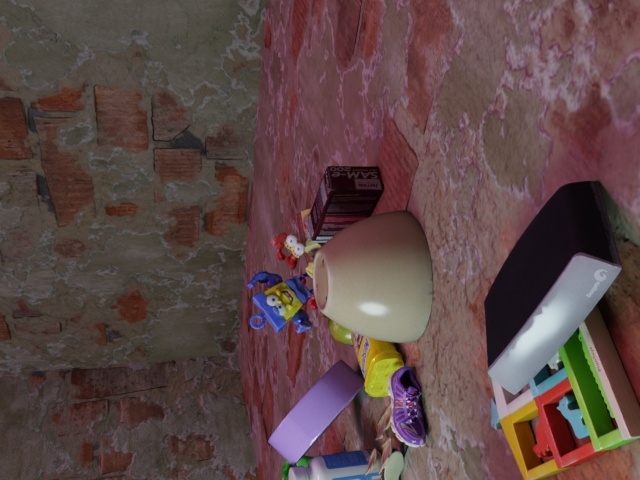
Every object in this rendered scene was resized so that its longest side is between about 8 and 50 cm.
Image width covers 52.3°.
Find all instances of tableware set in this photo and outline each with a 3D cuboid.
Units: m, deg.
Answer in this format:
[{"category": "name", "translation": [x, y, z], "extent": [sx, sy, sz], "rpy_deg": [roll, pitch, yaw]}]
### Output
[{"category": "tableware set", "translation": [0.139, 0.449, 1.472], "extent": [0.141, 0.020, 0.168], "rpy_deg": [112, 174, -52]}]

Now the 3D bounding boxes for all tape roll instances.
[{"category": "tape roll", "translation": [-0.006, 0.430, 1.635], "extent": [0.090, 0.275, 0.275], "rpy_deg": [40, 149, 11]}]

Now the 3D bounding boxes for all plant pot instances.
[{"category": "plant pot", "translation": [0.090, 0.080, 1.375], "extent": [0.284, 0.191, 0.284], "rpy_deg": [178, 90, -76]}]

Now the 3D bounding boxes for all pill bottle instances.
[{"category": "pill bottle", "translation": [0.040, 0.577, 1.568], "extent": [0.124, 0.222, 0.124], "rpy_deg": [178, 90, -75]}]

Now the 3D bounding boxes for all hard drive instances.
[{"category": "hard drive", "translation": [0.277, 0.060, 0.822], "extent": [0.172, 0.054, 0.254], "rpy_deg": [-78, 5, -46]}]

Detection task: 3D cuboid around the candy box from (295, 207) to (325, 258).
[{"category": "candy box", "translation": [0.000, 0.000, 1.779], "extent": [0.187, 0.053, 0.109], "rpy_deg": [39, -143, -58]}]

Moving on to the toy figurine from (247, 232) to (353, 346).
[{"category": "toy figurine", "translation": [-0.078, 0.185, 1.684], "extent": [0.362, 0.217, 0.191], "rpy_deg": [52, 156, 9]}]

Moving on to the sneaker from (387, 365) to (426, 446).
[{"category": "sneaker", "translation": [0.178, 0.335, 1.327], "extent": [0.071, 0.068, 0.170], "rpy_deg": [115, 150, -48]}]

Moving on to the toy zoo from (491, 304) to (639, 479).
[{"category": "toy zoo", "translation": [0.308, 0.210, 0.886], "extent": [0.293, 0.030, 0.192], "rpy_deg": [112, 152, -56]}]

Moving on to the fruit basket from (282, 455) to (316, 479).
[{"category": "fruit basket", "translation": [-0.090, 0.803, 1.817], "extent": [0.283, 0.392, 0.392], "rpy_deg": [113, 151, -58]}]

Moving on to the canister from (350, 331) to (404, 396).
[{"category": "canister", "translation": [0.125, 0.252, 1.494], "extent": [0.170, 0.073, 0.126], "rpy_deg": [-109, 23, -51]}]

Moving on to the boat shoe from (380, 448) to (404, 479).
[{"category": "boat shoe", "translation": [0.157, 0.517, 1.457], "extent": [0.042, 0.049, 0.133], "rpy_deg": [-134, 38, -56]}]

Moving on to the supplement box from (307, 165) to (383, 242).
[{"category": "supplement box", "translation": [0.055, -0.084, 1.595], "extent": [0.239, 0.130, 0.073], "rpy_deg": [114, 151, -57]}]
